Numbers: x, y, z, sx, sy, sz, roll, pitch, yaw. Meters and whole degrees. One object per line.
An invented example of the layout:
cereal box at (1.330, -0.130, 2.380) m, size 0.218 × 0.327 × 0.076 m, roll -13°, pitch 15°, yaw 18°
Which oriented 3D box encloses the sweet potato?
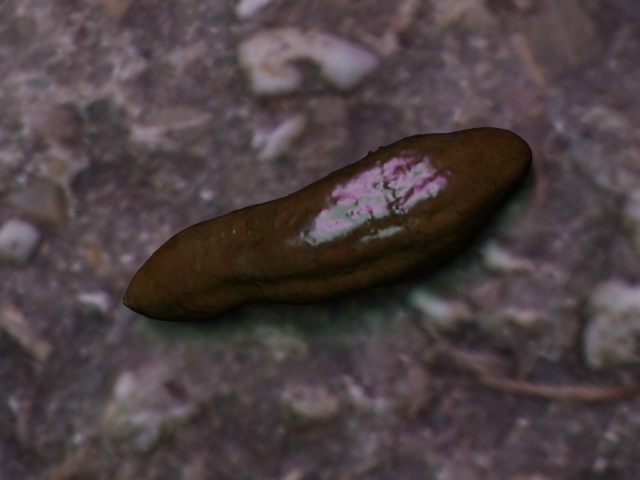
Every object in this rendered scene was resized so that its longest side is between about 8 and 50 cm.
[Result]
sweet potato at (-0.001, 0.000, 0.649) m, size 0.182 × 0.053 × 0.054 m, roll -19°, pitch 72°, yaw 14°
